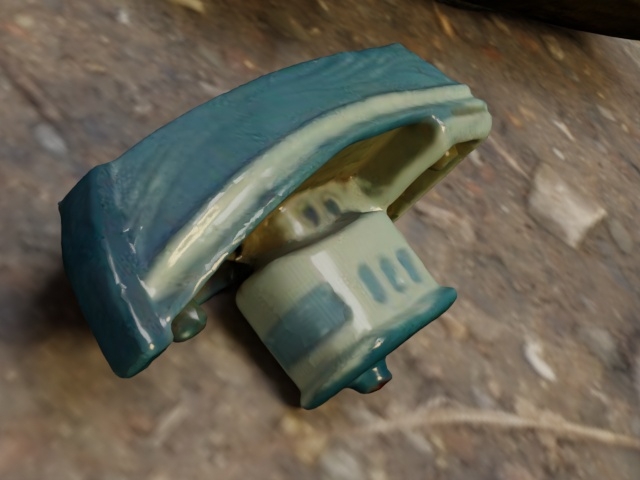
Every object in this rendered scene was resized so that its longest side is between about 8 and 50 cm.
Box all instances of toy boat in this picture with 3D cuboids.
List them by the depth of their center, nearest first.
[{"bbox_3d":[0.000,0.000,0.426,0.102,0.088,0.215,52,34,9],"label":"toy boat"}]

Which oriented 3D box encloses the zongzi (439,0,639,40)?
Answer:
[{"bbox_3d":[0.033,-0.293,0.722,0.403,0.207,0.432,7,34,-47],"label":"zongzi"}]
